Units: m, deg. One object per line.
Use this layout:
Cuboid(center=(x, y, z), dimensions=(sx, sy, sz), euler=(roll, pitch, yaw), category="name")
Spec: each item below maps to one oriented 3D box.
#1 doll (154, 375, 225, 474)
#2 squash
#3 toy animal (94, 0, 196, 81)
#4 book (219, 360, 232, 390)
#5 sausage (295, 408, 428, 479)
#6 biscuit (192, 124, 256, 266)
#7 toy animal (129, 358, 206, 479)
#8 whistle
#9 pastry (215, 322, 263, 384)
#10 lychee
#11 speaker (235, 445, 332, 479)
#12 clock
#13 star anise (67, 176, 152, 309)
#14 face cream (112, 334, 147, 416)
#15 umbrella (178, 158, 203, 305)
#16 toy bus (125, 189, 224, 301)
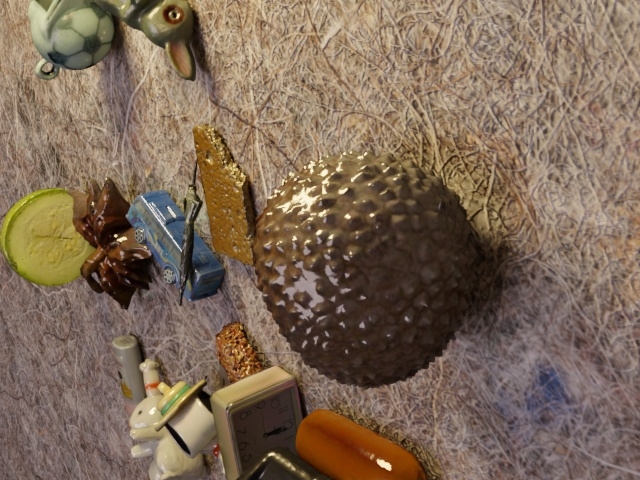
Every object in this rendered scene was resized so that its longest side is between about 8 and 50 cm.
Cuboid(center=(-0.193, 0.381, 1.892), dimensions=(0.271, 0.144, 0.208), euler=(35, 170, 46), category="doll")
Cuboid(center=(-0.587, -0.005, 2.155), dimensions=(0.041, 0.219, 0.219), euler=(12, 118, 50), category="squash")
Cuboid(center=(-0.265, -0.374, 1.614), dimensions=(0.236, 0.138, 0.108), euler=(40, 102, 1), category="toy animal")
Cuboid(center=(-0.138, 0.305, 1.881), dimensions=(0.181, 0.014, 0.127), euler=(35, 135, 39), category="book")
Cuboid(center=(0.062, 0.346, 1.546), dimensions=(0.274, 0.105, 0.105), euler=(18, 123, 50), category="sausage")
Cuboid(center=(-0.158, -0.078, 1.679), dimensions=(0.131, 0.026, 0.237), euler=(17, 121, 48), category="biscuit")
Cuboid(center=(-0.362, 0.412, 2.149), dimensions=(0.282, 0.138, 0.140), euler=(57, 150, 18), category="toy animal")
Cuboid(center=(-0.434, -0.415, 1.795), dimensions=(0.163, 0.163, 0.290), euler=(41, 101, 35), category="whistle")
Cuboid(center=(-0.147, 0.227, 1.797), dimensions=(0.169, 0.063, 0.087), euler=(57, 136, 22), category="pastry")
Cuboid(center=(0.061, 0.033, 1.225), dimensions=(0.300, 0.300, 0.300), euler=(32, 132, 42), category="lychee")
Cuboid(center=(0.003, 0.485, 1.532), dimensions=(0.388, 0.184, 0.180), euler=(27, 158, 30), category="speaker")
Cuboid(center=(-0.101, 0.333, 1.727), dimensions=(0.071, 0.147, 0.192), euler=(21, 125, 54), category="clock")
Cuboid(center=(-0.441, 0.014, 2.061), dimensions=(0.349, 0.109, 0.292), euler=(-2, 102, 56), category="star anise")
Cuboid(center=(-0.433, 0.316, 2.266), dimensions=(0.084, 0.057, 0.198), euler=(22, 125, 49), category="face cream")
Cuboid(center=(-0.236, -0.017, 1.759), dimensions=(0.044, 0.044, 0.269), euler=(18, 101, 42), category="umbrella")
Cuboid(center=(-0.270, 0.005, 1.847), dimensions=(0.236, 0.079, 0.094), euler=(51, 127, 24), category="toy bus")
